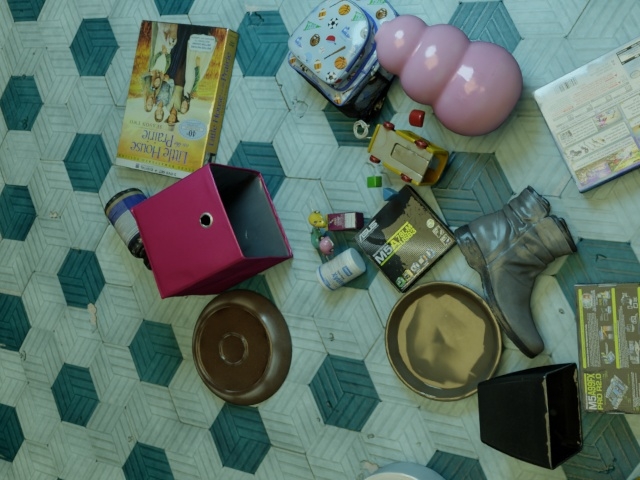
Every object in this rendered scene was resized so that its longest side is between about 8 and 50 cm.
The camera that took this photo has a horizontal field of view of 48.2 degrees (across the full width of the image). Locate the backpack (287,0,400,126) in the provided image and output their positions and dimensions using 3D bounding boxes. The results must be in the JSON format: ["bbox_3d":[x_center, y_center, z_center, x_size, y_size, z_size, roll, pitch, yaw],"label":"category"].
[{"bbox_3d":[0.073,-0.461,1.694,0.263,0.213,0.276,-47,67,6],"label":"backpack"}]

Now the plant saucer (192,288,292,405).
[{"bbox_3d":[-0.222,0.284,1.890,0.310,0.050,0.311,0,89,25],"label":"plant saucer"}]

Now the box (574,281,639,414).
[{"bbox_3d":[0.644,0.219,1.473,0.216,0.060,0.270,-5,86,26],"label":"box"}]

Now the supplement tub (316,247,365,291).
[{"bbox_3d":[0.049,0.072,1.754,0.107,0.071,0.071,-33,75,22],"label":"supplement tub"}]

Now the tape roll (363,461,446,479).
[{"bbox_3d":[0.194,0.666,1.652,0.286,0.100,0.286,-1,87,25],"label":"tape roll"}]

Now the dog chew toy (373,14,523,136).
[{"bbox_3d":[0.267,-0.370,1.549,0.331,0.206,0.207,31,103,-5],"label":"dog chew toy"}]

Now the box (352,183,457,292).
[{"bbox_3d":[0.201,-0.003,1.699,0.191,0.045,0.184,-45,72,17],"label":"box"}]

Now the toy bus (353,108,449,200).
[{"bbox_3d":[0.198,-0.206,1.664,0.191,0.104,0.202,-18,83,39],"label":"toy bus"}]

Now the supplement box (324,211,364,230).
[{"bbox_3d":[0.059,-0.046,1.762,0.083,0.055,0.043,-3,87,24],"label":"supplement box"}]

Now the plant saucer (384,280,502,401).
[{"bbox_3d":[0.283,0.231,1.655,0.277,0.041,0.278,-1,88,26],"label":"plant saucer"}]

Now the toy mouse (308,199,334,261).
[{"bbox_3d":[0.000,0.000,1.762,0.031,0.143,0.161,-19,36,-13],"label":"toy mouse"}]

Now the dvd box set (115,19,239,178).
[{"bbox_3d":[-0.404,-0.388,1.988,0.307,0.062,0.421,14,94,26],"label":"dvd box set"}]

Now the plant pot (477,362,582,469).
[{"bbox_3d":[0.434,0.360,1.509,0.167,0.188,0.188,-6,86,37],"label":"plant pot"}]

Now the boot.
[{"bbox_3d":[0.455,0.066,1.542,0.222,0.118,0.338,-29,81,16],"label":"boot"}]

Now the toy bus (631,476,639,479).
[{"bbox_3d":[0.596,0.580,1.445,0.332,0.130,0.108,-39,72,19],"label":"toy bus"}]

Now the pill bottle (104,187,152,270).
[{"bbox_3d":[-0.495,-0.029,1.988,0.123,0.123,0.219,-43,72,18],"label":"pill bottle"}]

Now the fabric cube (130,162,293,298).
[{"bbox_3d":[-0.271,-0.020,1.806,0.258,0.259,0.254,-26,79,23],"label":"fabric cube"}]

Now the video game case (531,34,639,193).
[{"bbox_3d":[0.620,-0.265,1.498,0.269,0.061,0.244,-26,76,23],"label":"video game case"}]
